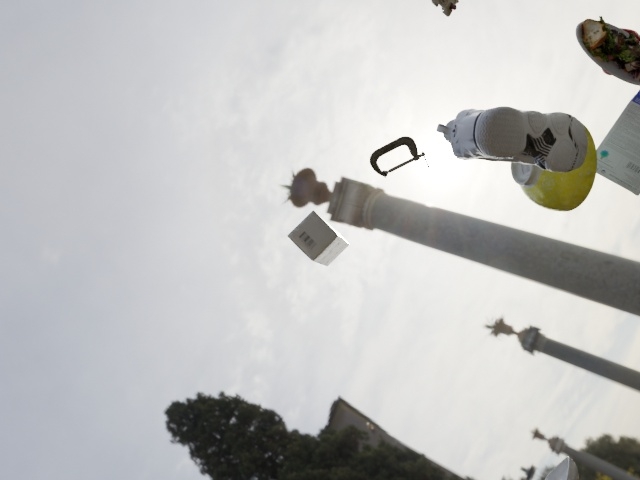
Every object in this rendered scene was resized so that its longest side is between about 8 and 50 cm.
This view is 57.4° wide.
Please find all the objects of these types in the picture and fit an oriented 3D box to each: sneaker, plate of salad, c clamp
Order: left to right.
[{"bbox_3d":[0.223,-0.227,1.661,0.161,0.022,0.137,-22,-50,5],"label":"c clamp"},{"bbox_3d":[0.462,-0.249,1.413,0.366,0.210,0.137,4,-81,-30],"label":"sneaker"},{"bbox_3d":[0.614,-0.391,1.191,0.200,0.200,0.048,-38,-15,-37],"label":"plate of salad"}]

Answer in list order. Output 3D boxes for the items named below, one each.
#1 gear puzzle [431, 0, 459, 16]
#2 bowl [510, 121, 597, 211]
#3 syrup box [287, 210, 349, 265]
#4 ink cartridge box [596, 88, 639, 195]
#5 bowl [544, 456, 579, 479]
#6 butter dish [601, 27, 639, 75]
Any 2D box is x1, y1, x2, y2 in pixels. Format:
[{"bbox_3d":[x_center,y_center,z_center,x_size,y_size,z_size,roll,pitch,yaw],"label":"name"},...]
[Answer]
[{"bbox_3d":[0.379,-0.820,1.669,0.044,0.175,0.339,-37,-13,-22],"label":"gear puzzle"},{"bbox_3d":[0.679,-0.227,1.783,0.156,0.289,0.289,-3,-68,-14],"label":"bowl"},{"bbox_3d":[0.000,0.000,1.549,0.096,0.093,0.237,-45,-11,2],"label":"syrup box"},{"bbox_3d":[0.970,-0.303,1.770,0.065,0.186,0.311,-41,-22,-36],"label":"ink cartridge box"},{"bbox_3d":[0.733,0.748,1.780,0.142,0.053,0.142,-37,-21,-56],"label":"bowl"},{"bbox_3d":[0.868,-0.534,1.697,0.160,0.160,0.118,32,-75,-24],"label":"butter dish"}]
